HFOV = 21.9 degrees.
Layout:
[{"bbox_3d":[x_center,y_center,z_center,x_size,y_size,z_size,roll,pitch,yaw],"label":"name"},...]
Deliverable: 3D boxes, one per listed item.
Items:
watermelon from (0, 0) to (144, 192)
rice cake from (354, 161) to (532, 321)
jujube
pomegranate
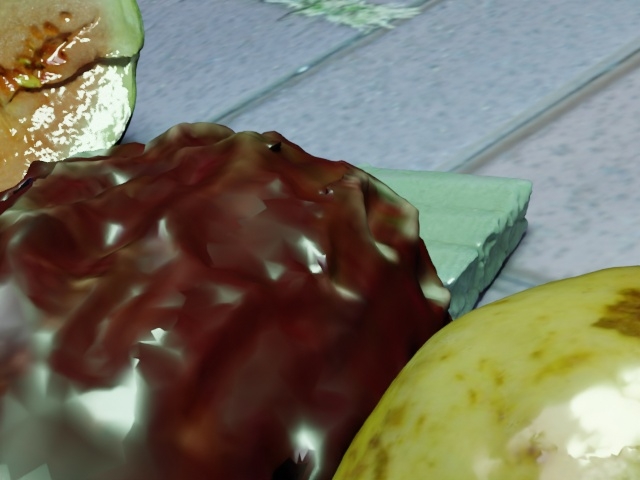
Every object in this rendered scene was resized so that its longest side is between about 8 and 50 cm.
[{"bbox_3d":[-0.233,-0.055,1.118,0.303,0.159,0.128,-29,58,-22],"label":"watermelon"},{"bbox_3d":[0.000,0.000,0.956,0.237,0.043,0.127,1,31,31],"label":"rice cake"},{"bbox_3d":[-0.086,0.091,0.630,0.258,0.258,0.376,-1,34,29],"label":"jujube"},{"bbox_3d":[0.104,0.115,0.484,0.215,0.215,0.215,-14,27,7],"label":"pomegranate"}]
